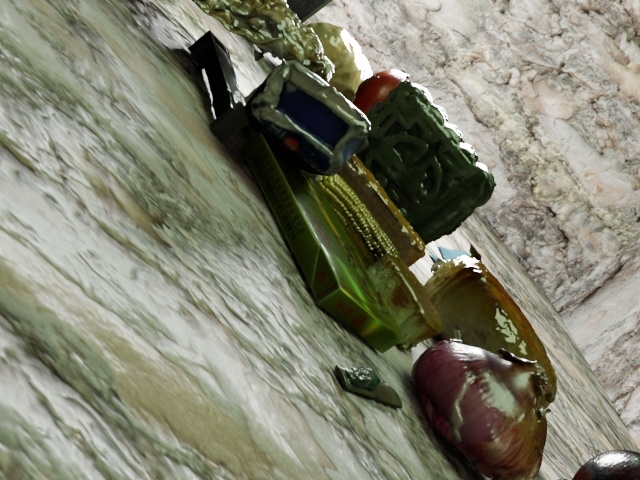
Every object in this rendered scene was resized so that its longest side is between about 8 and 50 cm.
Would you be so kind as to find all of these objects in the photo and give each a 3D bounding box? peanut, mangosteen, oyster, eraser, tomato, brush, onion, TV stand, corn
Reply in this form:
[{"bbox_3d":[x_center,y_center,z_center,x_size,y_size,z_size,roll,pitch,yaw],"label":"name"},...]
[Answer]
[{"bbox_3d":[0.026,-0.347,2.613,0.174,0.158,0.340,53,10,12],"label":"peanut"},{"bbox_3d":[0.448,0.425,1.923,0.216,0.216,0.216,51,11,-14],"label":"mangosteen"},{"bbox_3d":[-0.124,-0.348,1.847,0.355,0.107,0.201,33,4,-18],"label":"oyster"},{"bbox_3d":[-0.030,-0.171,1.791,0.155,0.101,0.332,39,-2,-8],"label":"eraser"},{"bbox_3d":[0.096,-0.242,2.543,0.101,0.228,0.228,22,7,9],"label":"tomato"},{"bbox_3d":[0.067,0.173,1.524,0.034,0.028,0.190,61,12,25],"label":"brush"},{"bbox_3d":[0.236,0.219,1.733,0.230,0.163,0.230,42,16,-14],"label":"onion"},{"bbox_3d":[-0.146,-0.221,1.798,0.040,0.049,0.256,45,14,-32],"label":"TV stand"},{"bbox_3d":[0.051,-0.019,1.936,0.203,0.072,0.072,52,11,-13],"label":"corn"}]

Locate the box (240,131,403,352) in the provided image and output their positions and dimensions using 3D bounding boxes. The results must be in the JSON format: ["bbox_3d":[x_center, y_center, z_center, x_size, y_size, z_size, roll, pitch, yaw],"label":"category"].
[{"bbox_3d":[0.000,0.000,1.730,0.173,0.043,0.311,41,16,-48],"label":"box"}]

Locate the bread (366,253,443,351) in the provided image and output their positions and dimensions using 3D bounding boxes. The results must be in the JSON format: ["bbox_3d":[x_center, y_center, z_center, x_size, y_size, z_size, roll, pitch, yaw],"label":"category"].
[{"bbox_3d":[0.121,0.093,1.885,0.140,0.069,0.128,57,11,14],"label":"bread"}]

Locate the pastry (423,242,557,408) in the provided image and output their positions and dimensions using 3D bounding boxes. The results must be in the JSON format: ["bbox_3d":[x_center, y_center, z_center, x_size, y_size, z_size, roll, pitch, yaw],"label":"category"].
[{"bbox_3d":[0.304,0.175,2.214,0.329,0.136,0.329,51,10,-12],"label":"pastry"}]

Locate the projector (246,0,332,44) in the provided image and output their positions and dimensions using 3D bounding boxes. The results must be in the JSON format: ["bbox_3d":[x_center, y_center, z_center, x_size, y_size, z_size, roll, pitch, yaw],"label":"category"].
[{"bbox_3d":[-0.116,-0.559,2.430,0.249,0.249,0.248,58,12,20],"label":"projector"}]

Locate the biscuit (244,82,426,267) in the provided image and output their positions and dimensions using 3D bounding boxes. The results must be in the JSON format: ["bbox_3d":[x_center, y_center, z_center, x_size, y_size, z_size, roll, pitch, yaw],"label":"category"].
[{"bbox_3d":[0.025,-0.102,2.031,0.378,0.094,0.054,52,17,-4],"label":"biscuit"}]

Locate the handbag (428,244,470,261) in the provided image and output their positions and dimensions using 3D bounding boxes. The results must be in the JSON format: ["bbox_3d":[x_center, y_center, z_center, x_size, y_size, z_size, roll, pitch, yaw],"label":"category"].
[{"bbox_3d":[0.320,0.112,2.706,0.144,0.057,0.221,23,32,-55],"label":"handbag"}]

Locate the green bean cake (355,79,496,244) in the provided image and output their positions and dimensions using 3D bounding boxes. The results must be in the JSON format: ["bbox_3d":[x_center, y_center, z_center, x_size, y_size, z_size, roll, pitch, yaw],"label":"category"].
[{"bbox_3d":[0.141,-0.107,2.130,0.255,0.241,0.132,54,9,0],"label":"green bean cake"}]
